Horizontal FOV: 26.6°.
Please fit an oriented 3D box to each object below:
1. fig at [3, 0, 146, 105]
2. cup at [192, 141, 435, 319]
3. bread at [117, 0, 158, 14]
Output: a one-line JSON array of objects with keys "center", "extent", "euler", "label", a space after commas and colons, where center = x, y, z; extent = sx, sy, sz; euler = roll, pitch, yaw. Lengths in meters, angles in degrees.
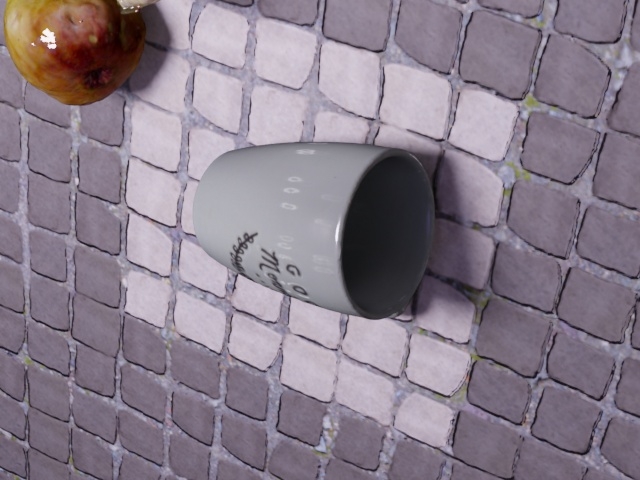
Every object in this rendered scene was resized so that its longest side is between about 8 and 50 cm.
[{"center": [-0.322, -0.271, 1.609], "extent": [0.257, 0.159, 0.159], "euler": [44, 133, 29], "label": "fig"}, {"center": [0.000, 0.000, 1.541], "extent": [0.234, 0.186, 0.258], "euler": [10, 149, 37], "label": "cup"}, {"center": [-0.194, -0.351, 1.441], "extent": [0.197, 0.197, 0.170], "euler": [-2, 122, 33], "label": "bread"}]
